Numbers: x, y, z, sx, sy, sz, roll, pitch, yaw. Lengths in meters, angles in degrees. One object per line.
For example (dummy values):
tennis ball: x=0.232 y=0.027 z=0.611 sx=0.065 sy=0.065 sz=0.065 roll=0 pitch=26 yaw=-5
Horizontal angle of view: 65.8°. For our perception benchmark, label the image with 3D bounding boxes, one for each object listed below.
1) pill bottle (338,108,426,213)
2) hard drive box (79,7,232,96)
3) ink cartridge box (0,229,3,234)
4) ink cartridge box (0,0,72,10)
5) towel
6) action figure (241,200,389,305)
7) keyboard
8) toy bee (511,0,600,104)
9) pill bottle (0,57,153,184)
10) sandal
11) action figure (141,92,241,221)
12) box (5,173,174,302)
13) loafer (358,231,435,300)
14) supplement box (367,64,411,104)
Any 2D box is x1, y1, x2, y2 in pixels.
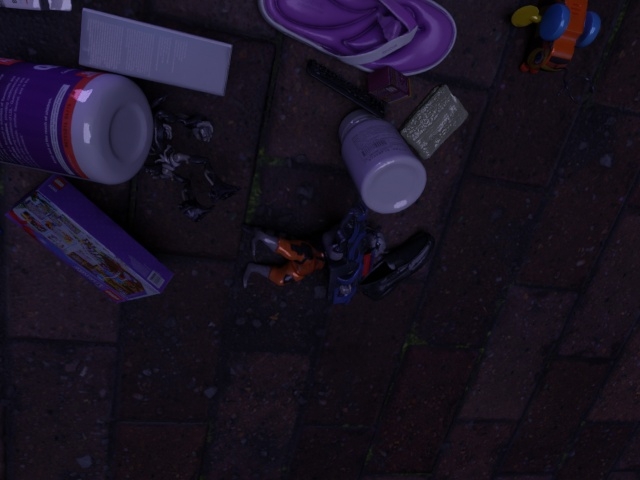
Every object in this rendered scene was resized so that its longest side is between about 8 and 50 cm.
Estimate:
pill bottle: x=0.114 y=-0.170 z=1.006 sx=0.131 sy=0.229 sz=0.131 roll=-9 pitch=132 yaw=-10
hard drive box: x=-0.282 y=-0.332 z=0.878 sx=0.232 sy=0.181 sz=0.089 roll=8 pitch=110 yaw=-17
ink cartridge box: x=-0.763 y=-0.036 z=0.957 sx=0.148 sy=0.086 sz=0.203 roll=-33 pitch=116 yaw=3
ink cartridge box: x=-0.527 y=-0.448 z=0.834 sx=0.180 sy=0.060 sz=0.104 roll=-1 pitch=114 yaw=-13
towel: x=0.255 y=-0.266 z=1.118 sx=0.110 sy=0.027 sz=0.148 roll=39 pitch=101 yaw=-24
action figure: x=0.000 y=0.000 z=1.106 sx=0.330 sy=0.178 sz=0.341 roll=-3 pitch=140 yaw=-17
keyboard: x=0.053 y=-0.313 z=1.008 sx=0.180 sy=0.108 sz=0.023 roll=29 pitch=116 yaw=-14
toy bee: x=0.482 y=-0.428 z=1.045 sx=0.195 sy=0.162 sz=0.298 roll=27 pitch=81 yaw=-14
pill bottle: x=-0.469 y=-0.209 z=0.848 sx=0.323 sy=0.181 sz=0.181 roll=12 pitch=114 yaw=12
sandal: x=0.083 y=-0.416 z=0.966 sx=0.416 sy=0.102 sz=0.169 roll=5 pitch=114 yaw=-16
action figure: x=-0.290 y=-0.174 z=0.979 sx=0.164 sy=0.141 sz=0.275 roll=-37 pitch=91 yaw=15
box: x=-0.464 y=0.008 z=0.999 sx=0.201 sy=0.057 sz=0.293 roll=-14 pitch=127 yaw=42
loafer: x=0.187 y=0.059 z=1.226 sx=0.223 sy=0.076 sz=0.078 roll=-44 pitch=124 yaw=13
supplement box: x=0.143 y=-0.321 z=1.028 sx=0.083 sy=0.055 sz=0.043 roll=8 pitch=77 yaw=-49
